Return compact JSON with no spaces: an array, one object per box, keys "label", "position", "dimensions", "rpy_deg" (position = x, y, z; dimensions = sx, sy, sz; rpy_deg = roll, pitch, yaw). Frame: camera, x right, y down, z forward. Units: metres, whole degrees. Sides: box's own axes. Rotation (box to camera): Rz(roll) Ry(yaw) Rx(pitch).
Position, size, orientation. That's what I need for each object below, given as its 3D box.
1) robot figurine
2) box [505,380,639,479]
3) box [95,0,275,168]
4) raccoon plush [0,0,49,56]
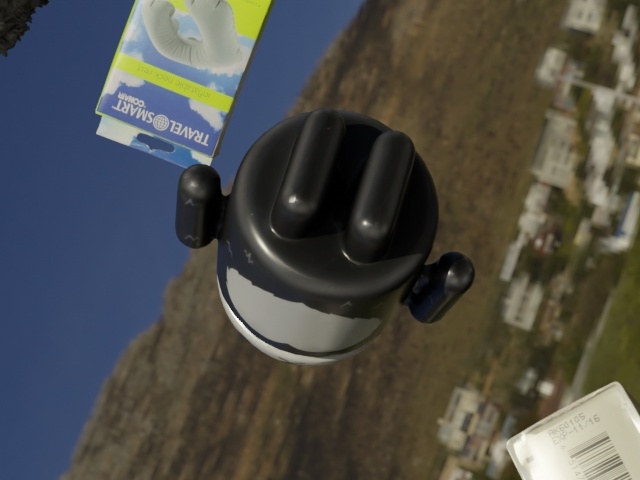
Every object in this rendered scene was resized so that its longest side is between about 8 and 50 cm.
[{"label":"robot figurine","position":[0.001,0.003,1.204],"dimensions":[0.173,0.209,0.278],"rpy_deg":[-30,-15,-21]},{"label":"box","position":[0.287,0.239,1.400],"dimensions":[0.121,0.148,0.311],"rpy_deg":[-31,-17,9]},{"label":"box","position":[-0.113,-0.152,1.200],"dimensions":[0.042,0.109,0.178],"rpy_deg":[-71,2,-81]},{"label":"raccoon plush","position":[-0.486,-0.332,1.842],"dimensions":[0.446,0.299,0.216],"rpy_deg":[-4,-75,-53]}]
